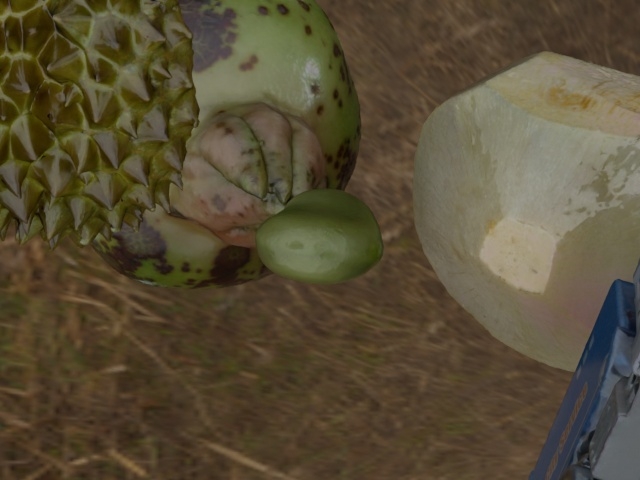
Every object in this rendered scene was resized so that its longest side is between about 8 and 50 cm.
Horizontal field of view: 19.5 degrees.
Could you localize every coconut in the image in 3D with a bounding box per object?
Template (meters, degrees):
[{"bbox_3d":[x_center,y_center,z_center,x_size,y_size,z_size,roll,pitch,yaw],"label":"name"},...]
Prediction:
[{"bbox_3d":[0.171,-0.017,1.263,0.237,0.237,0.197,28,119,16],"label":"coconut"}]

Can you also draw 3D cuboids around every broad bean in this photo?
[{"bbox_3d":[0.000,0.000,0.915,0.063,0.083,0.045,9,101,3],"label":"broad bean"}]

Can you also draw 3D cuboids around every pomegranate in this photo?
[{"bbox_3d":[-0.079,-0.065,1.256,0.204,0.276,0.222,7,110,5],"label":"pomegranate"}]

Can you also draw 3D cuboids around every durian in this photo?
[{"bbox_3d":[-0.114,-0.081,0.672,0.146,0.102,0.208,15,124,31],"label":"durian"}]

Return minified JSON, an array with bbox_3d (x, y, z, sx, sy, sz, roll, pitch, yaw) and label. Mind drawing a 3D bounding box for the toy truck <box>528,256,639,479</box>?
[{"bbox_3d":[0.206,0.123,1.067,0.146,0.175,0.367,16,121,-5],"label":"toy truck"}]
